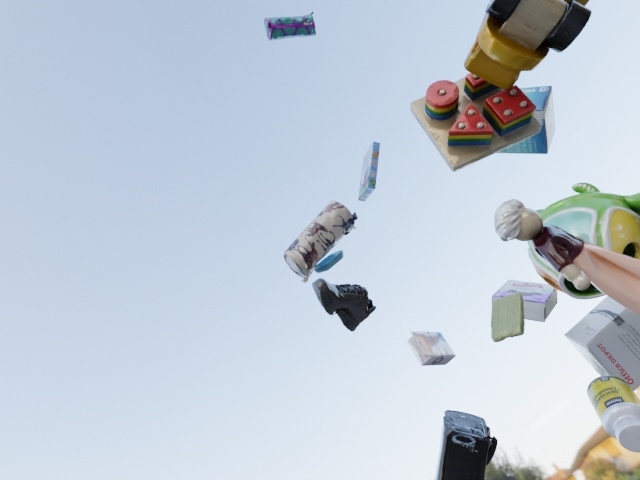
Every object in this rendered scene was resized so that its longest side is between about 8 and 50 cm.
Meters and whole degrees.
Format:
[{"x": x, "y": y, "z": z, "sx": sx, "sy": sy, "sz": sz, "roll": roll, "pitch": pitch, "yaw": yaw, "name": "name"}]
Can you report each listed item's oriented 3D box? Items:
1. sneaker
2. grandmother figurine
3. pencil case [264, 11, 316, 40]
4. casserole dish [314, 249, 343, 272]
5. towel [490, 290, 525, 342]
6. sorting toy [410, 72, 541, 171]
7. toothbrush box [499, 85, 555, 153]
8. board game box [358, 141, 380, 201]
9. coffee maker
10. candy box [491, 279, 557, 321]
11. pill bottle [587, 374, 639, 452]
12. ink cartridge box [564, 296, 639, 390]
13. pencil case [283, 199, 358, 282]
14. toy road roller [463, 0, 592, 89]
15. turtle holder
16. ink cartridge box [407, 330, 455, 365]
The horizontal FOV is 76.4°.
[{"x": 0.075, "y": 0.173, "z": 1.241, "sx": 0.130, "sy": 0.109, "sz": 0.286, "roll": -37, "pitch": -39, "yaw": 7, "name": "sneaker"}, {"x": 0.512, "y": 0.025, "z": 0.823, "sx": 0.104, "sy": 0.342, "sz": 0.208, "roll": -63, "pitch": -15, "yaw": 23, "name": "grandmother figurine"}, {"x": -0.090, "y": -0.641, "z": 1.220, "sx": 0.151, "sy": 0.070, "sz": 0.065, "roll": -13, "pitch": -72, "yaw": -14, "name": "pencil case"}, {"x": 0.042, "y": 0.104, "z": 1.945, "sx": 0.188, "sy": 0.114, "sz": 0.037, "roll": -38, "pitch": -79, "yaw": -43, "name": "casserole dish"}, {"x": 0.557, "y": 0.226, "z": 1.210, "sx": 0.027, "sy": 0.148, "sz": 0.110, "roll": 32, "pitch": -40, "yaw": -17, "name": "towel"}, {"x": 0.414, "y": -0.356, "z": 1.105, "sx": 0.255, "sy": 0.257, "sz": 0.089, "roll": -25, "pitch": -26, "yaw": 2, "name": "sorting toy"}, {"x": 0.701, "y": -0.445, "z": 1.532, "sx": 0.126, "sy": 0.295, "sz": 0.216, "roll": -60, "pitch": -41, "yaw": -20, "name": "toothbrush box"}, {"x": 0.210, "y": -0.295, "z": 1.762, "sx": 0.039, "sy": 0.212, "sz": 0.160, "roll": 11, "pitch": -16, "yaw": -7, "name": "board game box"}, {"x": 0.306, "y": 0.495, "z": 0.904, "sx": 0.171, "sy": 0.120, "sz": 0.178, "roll": 6, "pitch": -89, "yaw": -51, "name": "coffee maker"}, {"x": 0.703, "y": 0.202, "z": 1.396, "sx": 0.196, "sy": 0.164, "sz": 0.070, "roll": -18, "pitch": -73, "yaw": -48, "name": "candy box"}, {"x": 0.742, "y": 0.424, "z": 1.004, "sx": 0.103, "sy": 0.103, "sz": 0.184, "roll": -57, "pitch": -5, "yaw": 22, "name": "pill bottle"}, {"x": 0.947, "y": 0.284, "z": 1.249, "sx": 0.289, "sy": 0.121, "sz": 0.211, "roll": -42, "pitch": -87, "yaw": 2, "name": "ink cartridge box"}, {"x": 0.000, "y": 0.000, "z": 1.896, "sx": 0.183, "sy": 0.160, "sz": 0.410, "roll": 45, "pitch": -115, "yaw": -6, "name": "pencil case"}, {"x": 0.481, "y": -0.533, "z": 0.989, "sx": 0.202, "sy": 0.330, "sz": 0.240, "roll": 28, "pitch": -31, "yaw": -1, "name": "toy road roller"}, {"x": 0.680, "y": 0.014, "z": 0.987, "sx": 0.320, "sy": 0.227, "sz": 0.243, "roll": -10, "pitch": -55, "yaw": 30, "name": "turtle holder"}, {"x": 0.377, "y": 0.377, "z": 1.424, "sx": 0.180, "sy": 0.104, "sz": 0.060, "roll": 12, "pitch": -53, "yaw": -38, "name": "ink cartridge box"}]
